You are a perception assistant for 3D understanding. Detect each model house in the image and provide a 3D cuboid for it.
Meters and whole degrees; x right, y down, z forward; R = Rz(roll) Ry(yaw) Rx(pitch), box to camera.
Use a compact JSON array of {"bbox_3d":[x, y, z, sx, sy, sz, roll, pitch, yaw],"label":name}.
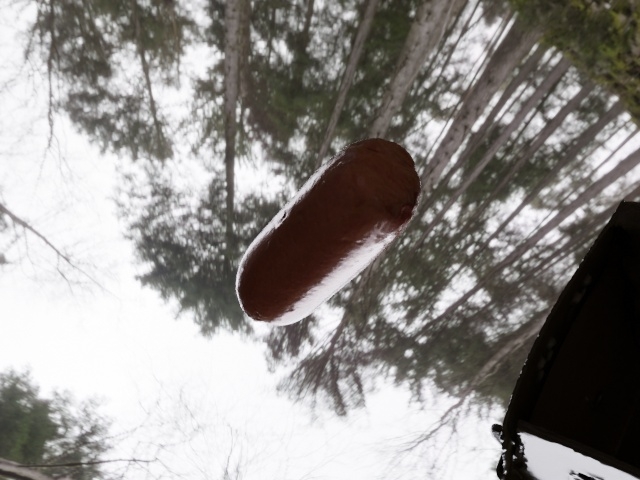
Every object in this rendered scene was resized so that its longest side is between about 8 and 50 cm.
[{"bbox_3d":[0.253,0.136,0.566,0.204,0.243,0.211,24,-117,23],"label":"model house"}]

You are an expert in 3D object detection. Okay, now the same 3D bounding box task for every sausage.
[{"bbox_3d":[0.000,0.000,0.475,0.062,0.154,0.062,20,-131,-24],"label":"sausage"}]
